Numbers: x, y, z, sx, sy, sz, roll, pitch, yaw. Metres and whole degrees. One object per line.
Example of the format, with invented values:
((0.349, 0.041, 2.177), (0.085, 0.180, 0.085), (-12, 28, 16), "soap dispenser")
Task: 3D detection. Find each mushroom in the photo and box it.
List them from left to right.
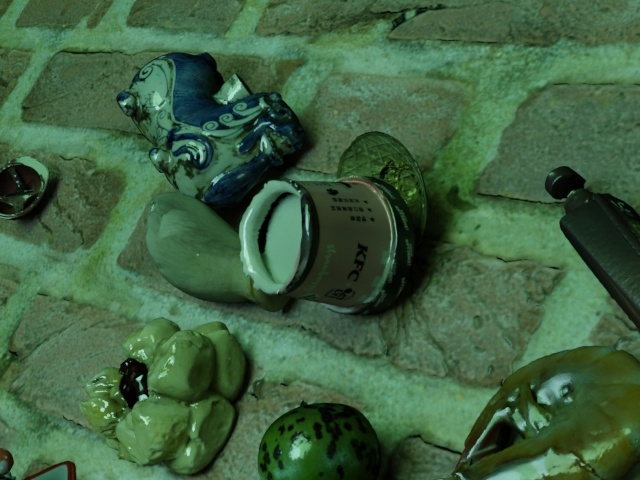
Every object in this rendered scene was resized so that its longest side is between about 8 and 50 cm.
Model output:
((-0.126, 0.021, 1.380), (0.247, 0.096, 0.108), (24, 81, 44), "mushroom")

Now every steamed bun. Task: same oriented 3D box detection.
((-0.179, 0.162, 1.309), (0.177, 0.106, 0.192), (14, 69, 46), "steamed bun")

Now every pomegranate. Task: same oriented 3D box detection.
((0.003, 0.226, 1.090), (0.122, 0.122, 0.161), (-21, 71, 31), "pomegranate")

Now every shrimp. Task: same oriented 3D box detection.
((0.161, 0.183, 1.008), (0.287, 0.063, 0.152), (-31, 41, 17), "shrimp")

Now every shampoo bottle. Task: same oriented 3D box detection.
((0.272, 0.009, 1.041), (0.067, 0.068, 0.236), (-41, 42, 11), "shampoo bottle")

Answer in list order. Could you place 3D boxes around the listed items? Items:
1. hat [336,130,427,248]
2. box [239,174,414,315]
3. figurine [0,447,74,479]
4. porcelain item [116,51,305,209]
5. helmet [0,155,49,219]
((0.088, -0.052, 1.268), (0.146, 0.067, 0.146), (19, 115, 47), "hat")
((0.000, 0.000, 1.206), (0.151, 0.135, 0.151), (-10, 77, 48), "box")
((-0.434, 0.311, 1.338), (0.183, 0.226, 0.160), (-28, 45, 25), "figurine")
((-0.146, -0.160, 1.512), (0.186, 0.138, 0.288), (-36, 41, 1), "porcelain item")
((-0.467, -0.071, 1.801), (0.089, 0.057, 0.111), (31, 71, 15), "helmet")
